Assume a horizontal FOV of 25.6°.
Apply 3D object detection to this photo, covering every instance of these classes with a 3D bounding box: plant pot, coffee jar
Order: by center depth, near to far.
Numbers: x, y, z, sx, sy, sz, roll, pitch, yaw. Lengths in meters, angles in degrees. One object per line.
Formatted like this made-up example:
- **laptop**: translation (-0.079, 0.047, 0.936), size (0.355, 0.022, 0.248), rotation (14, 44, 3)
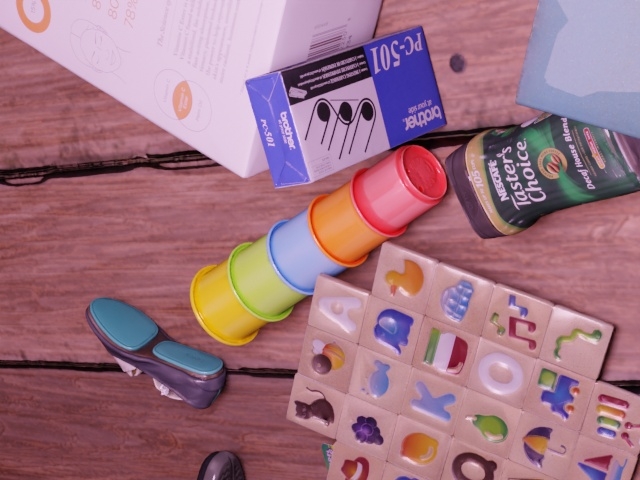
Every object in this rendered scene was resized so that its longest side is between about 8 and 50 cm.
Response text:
- **plant pot**: translation (0.299, -0.159, 1.043), size (0.234, 0.165, 0.166), rotation (23, 121, 24)
- **coffee jar**: translation (0.198, -0.066, 1.211), size (0.184, 0.079, 0.096), rotation (-22, 96, 43)

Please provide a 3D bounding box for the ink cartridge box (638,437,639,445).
- **ink cartridge box**: translation (0.440, 0.247, 1.143), size (0.261, 0.066, 0.296), rotation (-28, 91, 43)

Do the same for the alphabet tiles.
- **alphabet tiles**: translation (0.134, 0.163, 1.350), size (0.342, 0.011, 0.285), rotation (20, 117, 18)

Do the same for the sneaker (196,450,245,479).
- **sneaker**: translation (-0.158, 0.331, 1.661), size (0.130, 0.087, 0.227), rotation (24, 127, 23)

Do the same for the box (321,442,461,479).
- **box**: translation (0.085, 0.253, 1.461), size (0.179, 0.043, 0.105), rotation (-5, 105, 38)

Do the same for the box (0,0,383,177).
- **box**: translation (-0.127, -0.246, 1.347), size (0.345, 0.168, 0.215), rotation (32, 126, 25)

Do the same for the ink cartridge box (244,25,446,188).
- **ink cartridge box**: translation (0.028, -0.121, 1.243), size (0.046, 0.207, 0.097), rotation (-7, 103, 41)

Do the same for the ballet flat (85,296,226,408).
- **ballet flat**: translation (-0.196, 0.137, 1.628), size (0.203, 0.074, 0.074), rotation (26, 122, 27)

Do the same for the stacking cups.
- **stacking cups**: translation (0.000, 0.000, 1.408), size (0.316, 0.096, 0.096), rotation (-34, 84, 37)
